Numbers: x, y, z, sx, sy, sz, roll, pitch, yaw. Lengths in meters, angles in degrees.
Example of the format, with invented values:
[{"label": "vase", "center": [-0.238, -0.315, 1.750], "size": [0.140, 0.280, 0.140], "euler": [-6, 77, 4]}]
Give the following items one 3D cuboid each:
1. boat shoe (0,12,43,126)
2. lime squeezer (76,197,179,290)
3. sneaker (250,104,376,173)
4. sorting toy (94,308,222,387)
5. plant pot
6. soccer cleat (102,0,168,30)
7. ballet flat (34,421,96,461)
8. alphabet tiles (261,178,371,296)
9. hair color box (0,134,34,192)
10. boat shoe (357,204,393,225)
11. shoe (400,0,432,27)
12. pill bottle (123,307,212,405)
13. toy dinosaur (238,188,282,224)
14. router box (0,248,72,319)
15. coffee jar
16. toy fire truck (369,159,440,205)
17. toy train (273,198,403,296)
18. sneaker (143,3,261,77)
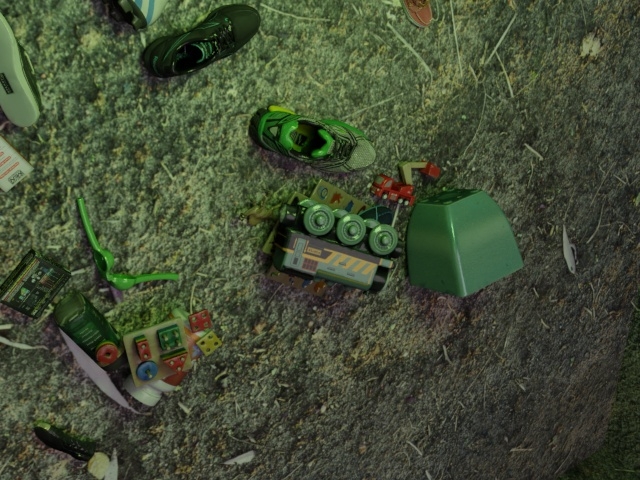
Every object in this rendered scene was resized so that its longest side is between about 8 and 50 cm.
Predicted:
[{"label": "boat shoe", "center": [-0.553, -0.312, 1.172], "size": [0.077, 0.070, 0.219], "euler": [-5, 126, 2]}, {"label": "lime squeezer", "center": [-0.437, 0.042, 1.440], "size": [0.110, 0.059, 0.310], "euler": [-49, 130, -7]}, {"label": "sneaker", "center": [0.006, -0.219, 1.580], "size": [0.343, 0.146, 0.134], "euler": [6, 108, -39]}, {"label": "sorting toy", "center": [-0.345, 0.250, 1.465], "size": [0.274, 0.046, 0.132], "euler": [-17, 115, -24]}, {"label": "plant pot", "center": [0.396, -0.013, 1.919], "size": [0.247, 0.247, 0.252], "euler": [-22, 105, -27]}, {"label": "soccer cleat", "center": [-0.355, -0.521, 1.151], "size": [0.143, 0.116, 0.331], "euler": [-55, 159, -17]}, {"label": "ballet flat", "center": [-0.595, 0.462, 1.545], "size": [0.057, 0.049, 0.173], "euler": [-16, 135, 25]}, {"label": "alphabet tiles", "center": [0.000, 0.000, 1.748], "size": [0.342, 0.011, 0.285], "euler": [25, 96, -48]}, {"label": "hair color box", "center": [-0.607, -0.163, 1.220], "size": [0.072, 0.043, 0.141], "euler": [-44, 129, -11]}, {"label": "boat shoe", "center": [0.107, 0.002, 1.774], "size": [0.258, 0.089, 0.109], "euler": [-38, 135, -21]}, {"label": "shoe", "center": [0.241, -0.585, 1.616], "size": [0.063, 0.081, 0.178], "euler": [-50, 131, -6]}, {"label": "pill bottle", "center": [-0.361, 0.277, 1.568], "size": [0.216, 0.121, 0.121], "euler": [-53, 132, -3]}, {"label": "toy dinosaur", "center": [-0.136, -0.073, 1.621], "size": [0.183, 0.053, 0.093], "euler": [9, 118, -55]}, {"label": "router box", "center": [-0.589, 0.091, 1.362], "size": [0.122, 0.038, 0.092], "euler": [-52, 132, -4]}, {"label": "coffee jar", "center": [-0.495, 0.204, 1.449], "size": [0.079, 0.096, 0.184], "euler": [-39, 129, -11]}, {"label": "toy fire truck", "center": [0.234, -0.168, 1.840], "size": [0.192, 0.047, 0.135], "euler": [12, 103, -39]}, {"label": "toy train", "center": [0.040, 0.019, 1.627], "size": [0.333, 0.142, 0.190], "euler": [17, 95, -21]}, {"label": "sneaker", "center": [-0.222, -0.397, 1.351], "size": [0.267, 0.106, 0.101], "euler": [-35, 127, -20]}]
